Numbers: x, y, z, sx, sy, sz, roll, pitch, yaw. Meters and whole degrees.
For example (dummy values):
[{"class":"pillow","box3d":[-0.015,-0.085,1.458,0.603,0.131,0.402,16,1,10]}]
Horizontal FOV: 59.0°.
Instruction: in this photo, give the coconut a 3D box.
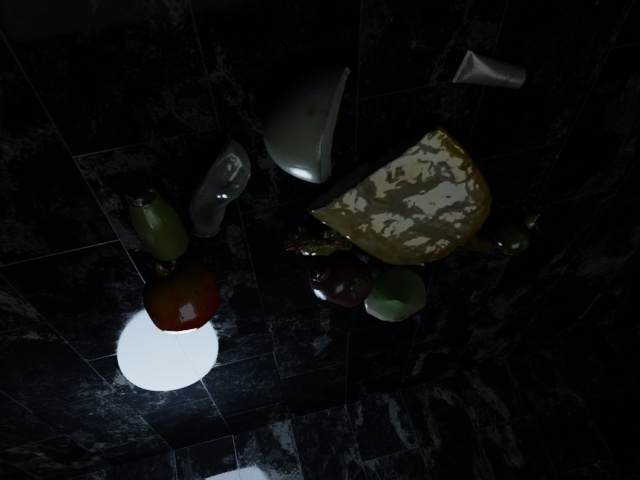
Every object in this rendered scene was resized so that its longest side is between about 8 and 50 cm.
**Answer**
[{"class":"coconut","box3d":[0.262,0.186,1.995,0.235,0.236,0.205,8,101,-34]}]

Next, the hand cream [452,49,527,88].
[{"class":"hand cream","box3d":[0.415,-0.404,1.360,0.186,0.054,0.087,3,138,-18]}]

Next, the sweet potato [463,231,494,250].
[{"class":"sweet potato","box3d":[0.518,-0.026,1.948,0.108,0.079,0.346,-50,143,-3]}]

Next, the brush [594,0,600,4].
[{"class":"brush","box3d":[0.645,-0.592,1.205,0.034,0.027,0.190,-42,168,-34]}]

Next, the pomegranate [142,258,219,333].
[{"class":"pomegranate","box3d":[-0.411,0.148,1.645,0.220,0.221,0.257,-21,119,5]}]

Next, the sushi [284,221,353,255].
[{"class":"sushi","box3d":[0.000,-0.004,1.718,0.226,0.103,0.097,-5,172,-22]}]

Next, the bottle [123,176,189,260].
[{"class":"bottle","box3d":[-0.417,-0.055,1.426,0.112,0.112,0.260,-15,147,-4]}]

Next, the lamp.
[{"class":"lamp","box3d":[0.067,0.120,1.870,0.180,0.180,0.258,-36,140,27]}]

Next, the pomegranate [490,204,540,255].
[{"class":"pomegranate","box3d":[0.672,-0.030,1.970,0.169,0.148,0.148,-49,150,-14]}]

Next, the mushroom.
[{"class":"mushroom","box3d":[-0.261,-0.122,1.423,0.109,0.097,0.351,6,145,-28]}]

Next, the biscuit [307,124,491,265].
[{"class":"biscuit","box3d":[0.265,-0.106,1.607,0.446,0.104,0.429,34,120,-29]}]

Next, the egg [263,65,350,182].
[{"class":"egg","box3d":[-0.044,-0.253,1.249,0.161,0.206,0.271,15,136,8]}]
